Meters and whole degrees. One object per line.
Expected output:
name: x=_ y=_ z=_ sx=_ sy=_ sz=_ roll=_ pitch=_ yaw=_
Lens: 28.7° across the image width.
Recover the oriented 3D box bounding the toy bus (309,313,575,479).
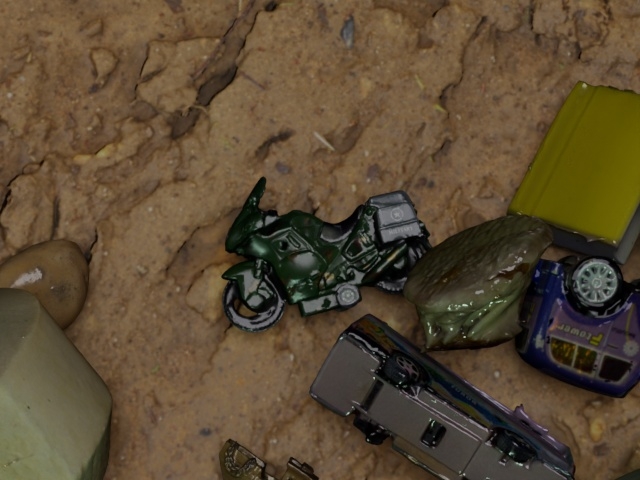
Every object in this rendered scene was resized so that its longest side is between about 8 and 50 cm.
toy bus: x=0.150 y=0.213 z=1.478 sx=0.317 sy=0.138 sz=0.112 roll=34 pitch=110 yaw=8

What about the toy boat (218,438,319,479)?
toy boat: x=-0.029 y=0.300 z=1.488 sx=0.206 sy=0.064 sz=0.072 roll=30 pitch=91 yaw=6

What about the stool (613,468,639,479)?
stool: x=0.375 y=0.347 z=1.415 sx=0.198 sy=0.195 sz=0.195 roll=-43 pitch=79 yaw=12

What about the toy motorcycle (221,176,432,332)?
toy motorcycle: x=0.000 y=0.000 z=1.555 sx=0.274 sy=0.125 sz=0.187 roll=-13 pitch=84 yaw=-8

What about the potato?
potato: x=-0.345 y=0.064 z=1.526 sx=0.147 sy=0.112 sz=0.112 roll=-35 pitch=79 yaw=-8

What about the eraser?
eraser: x=0.353 y=-0.090 z=1.592 sx=0.158 sy=0.069 sz=0.226 roll=20 pitch=71 yaw=29

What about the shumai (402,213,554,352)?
shumai: x=0.193 y=0.061 z=1.457 sx=0.201 sy=0.201 sz=0.120 roll=-33 pitch=105 yaw=-11

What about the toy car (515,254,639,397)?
toy car: x=0.350 y=0.108 z=1.523 sx=0.235 sy=0.172 sz=0.158 roll=19 pitch=90 yaw=0

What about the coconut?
coconut: x=-0.391 y=0.197 z=1.370 sx=0.323 sy=0.323 sz=0.323 roll=1 pitch=74 yaw=-2
